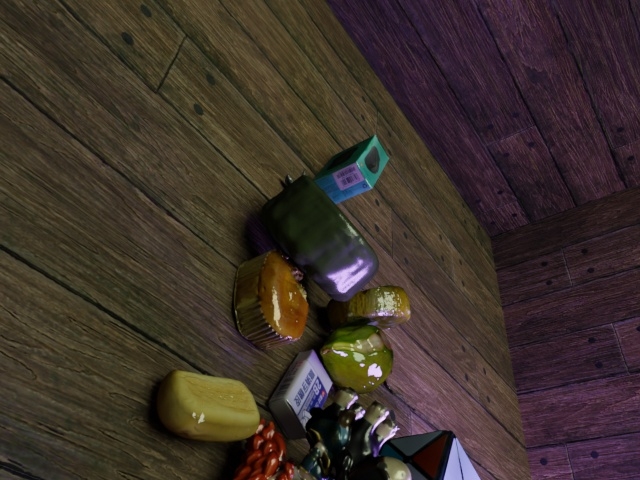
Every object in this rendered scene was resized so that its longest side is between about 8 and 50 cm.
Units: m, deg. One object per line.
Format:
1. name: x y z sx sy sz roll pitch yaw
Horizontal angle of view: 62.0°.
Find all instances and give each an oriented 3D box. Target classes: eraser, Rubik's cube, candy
1. eraser: -0.047 0.393 1.377 0.124 0.068 0.210 61 28 -12
2. Rubik's cube: 0.306 0.732 1.541 0.248 0.246 0.250 61 29 -9
3. candy: 0.145 0.213 1.631 0.260 0.260 0.118 25 51 -51

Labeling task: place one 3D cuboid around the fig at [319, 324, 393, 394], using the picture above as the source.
1. fig: 0.073 0.320 1.492 0.275 0.206 0.206 24 50 -49

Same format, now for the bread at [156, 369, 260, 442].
1. bread: -0.227 0.339 1.067 0.217 0.098 0.147 29 20 -41

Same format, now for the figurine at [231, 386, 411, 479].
1. figurine: -0.010 0.487 1.091 0.241 0.412 0.306 76 -13 -50

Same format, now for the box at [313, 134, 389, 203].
1. box: 0.114 -0.259 1.967 0.118 0.205 0.311 60 31 -17

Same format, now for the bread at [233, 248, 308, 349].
1. bread: -0.119 0.148 1.366 0.179 0.133 0.250 36 40 -37

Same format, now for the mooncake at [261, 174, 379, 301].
1. mooncake: 0.000 0.000 1.487 0.356 0.194 0.356 49 3 -4

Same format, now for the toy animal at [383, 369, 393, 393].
1. toy animal: 0.174 0.388 1.723 0.099 0.057 0.241 46 13 -50

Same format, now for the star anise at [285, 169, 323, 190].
1. star anise: -0.052 -0.135 1.743 0.204 0.061 0.180 42 49 -29

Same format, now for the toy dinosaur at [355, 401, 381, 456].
1. toy dinosaur: 0.102 0.506 1.498 0.144 0.076 0.329 43 -3 4
